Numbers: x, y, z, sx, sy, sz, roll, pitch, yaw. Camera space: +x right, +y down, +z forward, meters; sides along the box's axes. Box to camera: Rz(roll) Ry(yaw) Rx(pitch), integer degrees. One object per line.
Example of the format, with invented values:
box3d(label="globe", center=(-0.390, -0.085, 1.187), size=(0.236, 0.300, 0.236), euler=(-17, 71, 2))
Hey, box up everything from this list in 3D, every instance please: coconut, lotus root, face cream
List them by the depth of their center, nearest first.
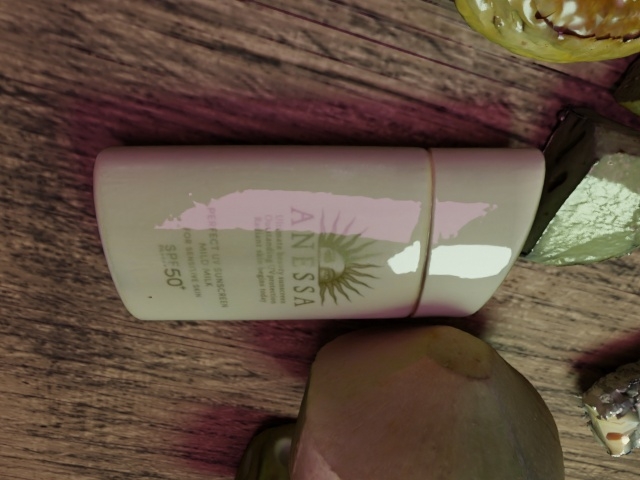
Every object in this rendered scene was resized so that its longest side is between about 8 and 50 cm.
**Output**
box3d(label="lotus root", center=(0.247, -0.032, 0.405), size=(0.144, 0.070, 0.143), euler=(4, 124, -4))
box3d(label="face cream", center=(0.000, 0.000, 0.414), size=(0.349, 0.081, 0.173), euler=(1, 124, -1))
box3d(label="coconut", center=(0.099, 0.194, 0.455), size=(0.259, 0.259, 0.259), euler=(-1, 124, -1))

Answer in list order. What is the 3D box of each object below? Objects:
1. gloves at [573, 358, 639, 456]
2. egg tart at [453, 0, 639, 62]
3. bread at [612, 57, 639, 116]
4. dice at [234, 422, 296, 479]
box3d(label="gloves", center=(0.380, 0.177, 0.549), size=(0.153, 0.070, 0.114), euler=(-25, 113, 7))
box3d(label="egg tart", center=(0.169, -0.239, 0.235), size=(0.291, 0.115, 0.290), euler=(-5, 131, -6))
box3d(label="bread", center=(0.293, -0.108, 0.363), size=(0.110, 0.060, 0.066), euler=(21, 136, -13))
box3d(label="dice", center=(-0.025, 0.351, 0.597), size=(0.169, 0.166, 0.169), euler=(17, 121, -12))
